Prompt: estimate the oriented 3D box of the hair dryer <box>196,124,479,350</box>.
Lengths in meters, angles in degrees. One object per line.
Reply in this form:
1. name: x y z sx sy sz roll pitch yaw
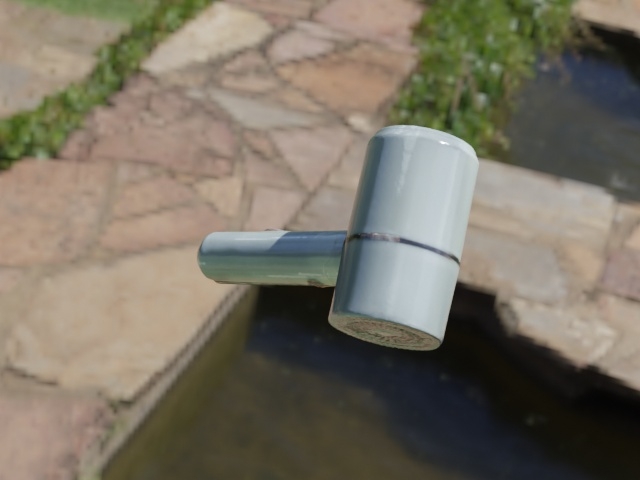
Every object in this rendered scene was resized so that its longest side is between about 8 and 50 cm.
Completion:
1. hair dryer: 0.000 0.000 0.715 0.137 0.082 0.047 -2 -21 41
